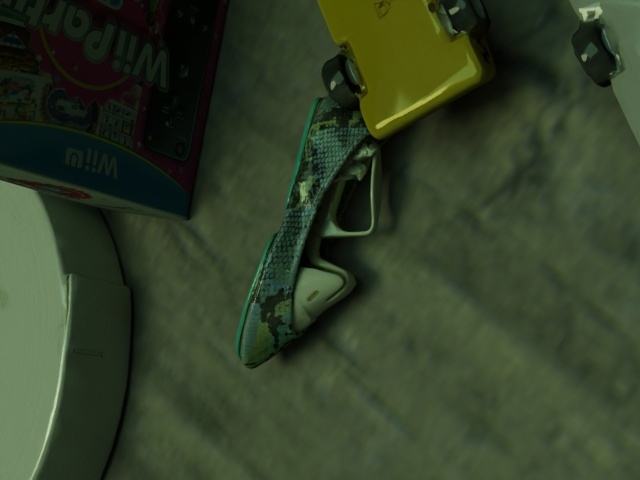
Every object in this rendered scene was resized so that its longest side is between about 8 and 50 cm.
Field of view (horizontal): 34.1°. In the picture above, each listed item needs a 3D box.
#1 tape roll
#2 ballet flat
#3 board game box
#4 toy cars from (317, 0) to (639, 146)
[{"bbox_3d":[-0.319,0.097,0.850,0.392,0.072,0.392,-8,75,31],"label":"tape roll"},{"bbox_3d":[0.000,0.000,0.669,0.070,0.070,0.188,19,94,34],"label":"ballet flat"},{"bbox_3d":[-0.163,-0.184,0.715,0.098,0.224,0.303,8,85,32],"label":"board game box"},{"bbox_3d":[0.129,-0.114,0.597,0.394,0.087,0.176,28,101,31],"label":"toy cars"}]
